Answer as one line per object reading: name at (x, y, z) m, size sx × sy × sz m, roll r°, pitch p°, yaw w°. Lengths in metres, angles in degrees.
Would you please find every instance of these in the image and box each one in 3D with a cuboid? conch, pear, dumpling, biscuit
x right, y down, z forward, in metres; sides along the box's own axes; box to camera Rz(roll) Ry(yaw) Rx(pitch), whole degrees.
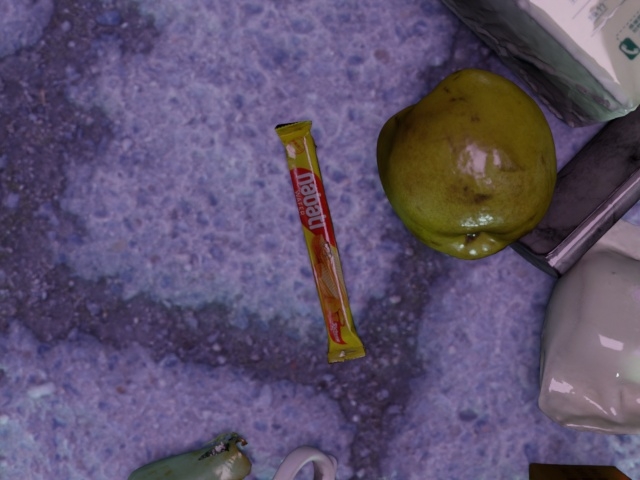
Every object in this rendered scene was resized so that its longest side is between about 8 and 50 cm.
conch at (-0.153, 0.296, 0.896) m, size 0.170 × 0.079 × 0.106 m, roll -26°, pitch 104°, yaw -2°
pear at (0.158, -0.081, 0.826) m, size 0.200 × 0.200 × 0.200 m, roll 0°, pitch 91°, yaw 1°
dumpling at (0.342, 0.100, 0.851) m, size 0.179 × 0.131 × 0.252 m, roll 14°, pitch 69°, yaw 11°
biscuit at (0.000, 0.000, 0.912) m, size 0.048 × 0.026 × 0.292 m, roll -13°, pitch 90°, yaw 21°

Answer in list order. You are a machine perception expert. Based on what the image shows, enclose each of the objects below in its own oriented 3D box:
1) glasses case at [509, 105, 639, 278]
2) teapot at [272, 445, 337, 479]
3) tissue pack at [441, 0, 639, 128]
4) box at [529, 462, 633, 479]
glasses case at (0.338, -0.089, 0.866) m, size 0.299 × 0.114 × 0.060 m, roll -45°, pitch 116°, yaw 1°
teapot at (-0.047, 0.381, 0.858) m, size 0.166 × 0.208 × 0.300 m, roll 26°, pitch 80°, yaw -42°
tissue pack at (0.317, -0.351, 0.809) m, size 0.297 × 0.207 × 0.380 m, roll 44°, pitch 92°, yaw -2°
box at (0.298, 0.390, 0.713) m, size 0.115 × 0.415 × 0.264 m, roll 2°, pitch 91°, yaw 1°
